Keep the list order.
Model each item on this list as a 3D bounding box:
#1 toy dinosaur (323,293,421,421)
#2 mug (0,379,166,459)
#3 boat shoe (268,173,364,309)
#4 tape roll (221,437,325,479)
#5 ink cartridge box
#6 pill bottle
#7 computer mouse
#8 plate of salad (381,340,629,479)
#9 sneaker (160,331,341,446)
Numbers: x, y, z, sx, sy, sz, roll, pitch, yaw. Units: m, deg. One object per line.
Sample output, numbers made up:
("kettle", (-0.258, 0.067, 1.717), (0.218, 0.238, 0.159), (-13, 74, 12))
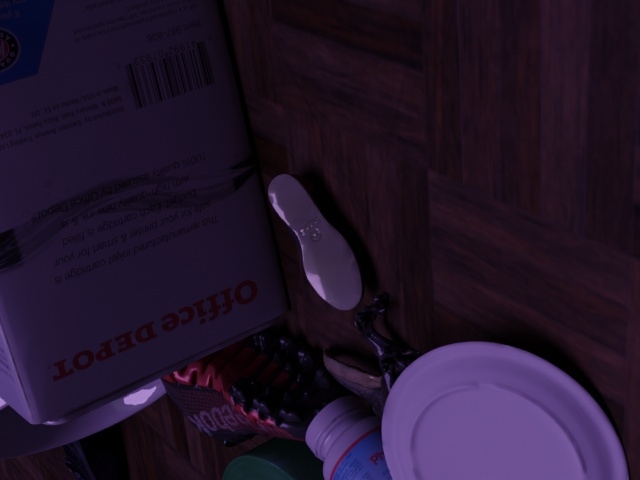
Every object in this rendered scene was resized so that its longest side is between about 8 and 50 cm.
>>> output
("toy dinosaur", (0.062, 0.121, 1.013), (0.268, 0.064, 0.118), (34, 144, 48))
("mug", (-0.315, 0.032, 1.391), (0.374, 0.276, 0.328), (-36, 69, 29))
("boat shoe", (0.000, 0.000, 1.045), (0.137, 0.049, 0.043), (58, -169, 10))
("tape roll", (0.011, 0.359, 1.239), (0.321, 0.077, 0.321), (38, 140, 40))
("ink cartridge box", (-0.224, -0.068, 1.111), (0.166, 0.285, 0.395), (17, 124, 55))
("pill bottle", (0.059, 0.216, 1.052), (0.160, 0.087, 0.087), (44, 143, 34))
("computer mouse", (-0.359, 0.320, 1.823), (0.188, 0.072, 0.272), (38, 152, 37))
("plate of salad", (0.141, 0.166, 0.900), (0.199, 0.048, 0.200), (11, 115, 26))
("sneaker", (-0.073, 0.160, 1.221), (0.276, 0.097, 0.135), (15, 139, 43))
